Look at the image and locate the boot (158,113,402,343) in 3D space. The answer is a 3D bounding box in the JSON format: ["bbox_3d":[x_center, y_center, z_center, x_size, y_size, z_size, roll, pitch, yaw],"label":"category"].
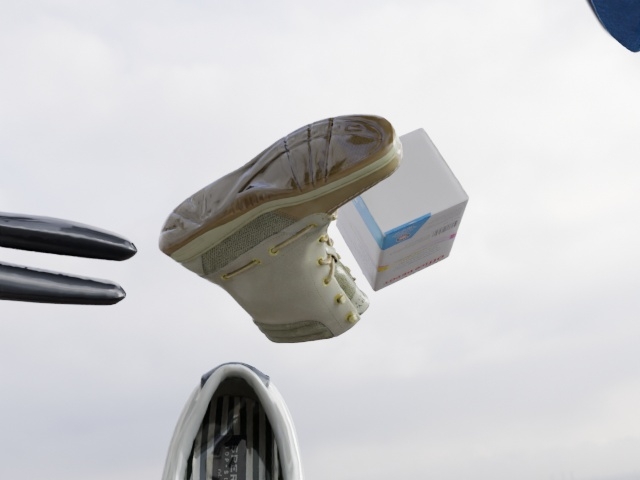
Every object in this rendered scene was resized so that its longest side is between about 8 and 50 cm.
[{"bbox_3d":[0.000,0.000,0.720,0.213,0.077,0.165,-26,-52,23],"label":"boot"}]

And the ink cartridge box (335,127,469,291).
[{"bbox_3d":[0.074,-0.023,0.878,0.092,0.090,0.143,-23,-24,-14],"label":"ink cartridge box"}]

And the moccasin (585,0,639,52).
[{"bbox_3d":[0.298,-0.374,0.993,0.138,0.341,0.117,-14,16,19],"label":"moccasin"}]

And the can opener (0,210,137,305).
[{"bbox_3d":[-0.173,0.004,0.422,0.186,0.059,0.073,19,10,-42],"label":"can opener"}]

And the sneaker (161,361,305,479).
[{"bbox_3d":[-0.047,0.179,0.418,0.094,0.258,0.091,-6,-34,-4],"label":"sneaker"}]
